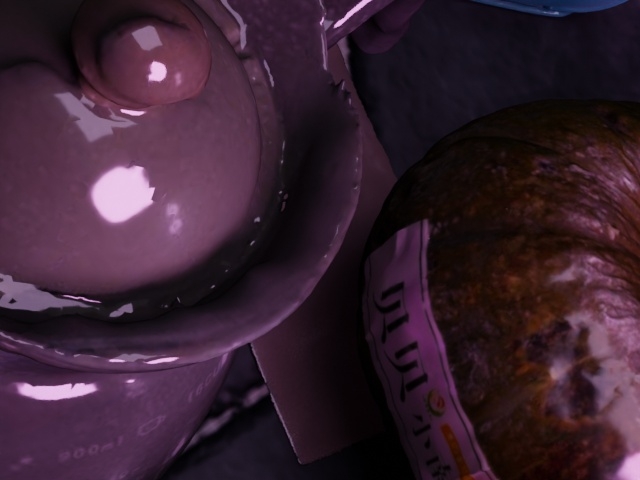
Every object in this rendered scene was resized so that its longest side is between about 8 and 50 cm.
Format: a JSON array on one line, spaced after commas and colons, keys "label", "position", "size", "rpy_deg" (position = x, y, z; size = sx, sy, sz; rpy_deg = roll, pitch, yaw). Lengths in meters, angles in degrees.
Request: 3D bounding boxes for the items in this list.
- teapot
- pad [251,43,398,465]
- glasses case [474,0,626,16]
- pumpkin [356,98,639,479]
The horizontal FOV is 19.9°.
[{"label": "teapot", "position": [-0.071, -0.013, 0.646], "size": [0.305, 0.285, 0.223], "rpy_deg": [-3, 72, -27]}, {"label": "pad", "position": [0.000, 0.000, 0.843], "size": [0.113, 0.006, 0.187], "rpy_deg": [-18, 79, -30]}, {"label": "glasses case", "position": [0.101, -0.268, 0.970], "size": [0.117, 0.070, 0.301], "rpy_deg": [11, 63, -30]}, {"label": "pumpkin", "position": [0.149, 0.049, 0.783], "size": [0.260, 0.189, 0.260], "rpy_deg": [16, 59, -28]}]
